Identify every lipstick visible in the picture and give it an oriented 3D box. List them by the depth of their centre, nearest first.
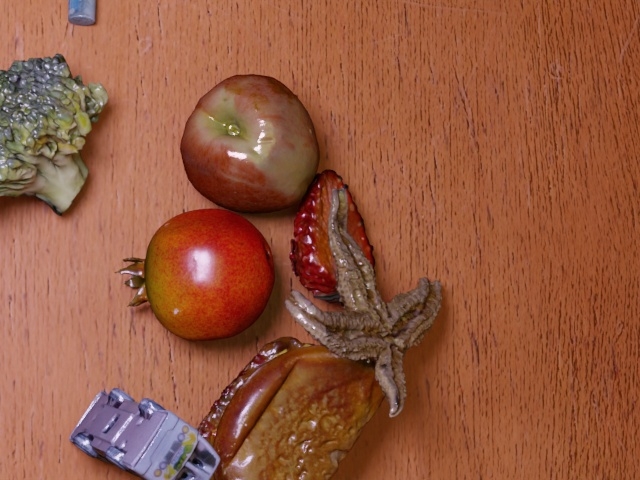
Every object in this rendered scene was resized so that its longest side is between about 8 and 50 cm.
[{"bbox_3d":[-0.404,-0.448,1.862,0.048,0.048,0.158,4,81,-20],"label":"lipstick"}]

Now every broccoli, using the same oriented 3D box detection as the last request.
[{"bbox_3d":[-0.442,-0.148,1.713,0.288,0.248,0.245,-51,123,-11],"label":"broccoli"}]

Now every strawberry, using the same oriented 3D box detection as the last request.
[{"bbox_3d":[0.000,0.000,1.916,0.190,0.111,0.237,11,65,-52],"label":"strawberry"}]

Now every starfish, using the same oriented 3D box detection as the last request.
[{"bbox_3d":[0.078,0.093,1.809,0.324,0.082,0.432,50,32,-16],"label":"starfish"}]

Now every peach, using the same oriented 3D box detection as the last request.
[{"bbox_3d":[-0.107,-0.152,1.851,0.232,0.256,0.232,-6,73,20],"label":"peach"}]

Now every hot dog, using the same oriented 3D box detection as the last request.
[{"bbox_3d":[-0.077,0.317,1.794,0.223,0.185,0.405,39,70,-14],"label":"hot dog"}]

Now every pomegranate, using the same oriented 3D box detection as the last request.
[{"bbox_3d":[-0.202,0.059,1.783,0.256,0.221,0.221,-4,82,5],"label":"pomegranate"}]

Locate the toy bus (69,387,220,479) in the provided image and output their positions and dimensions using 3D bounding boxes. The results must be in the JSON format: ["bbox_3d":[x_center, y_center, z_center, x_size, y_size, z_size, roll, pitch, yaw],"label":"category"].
[{"bbox_3d":[-0.270,0.307,1.647,0.136,0.329,0.109,42,71,-21],"label":"toy bus"}]
